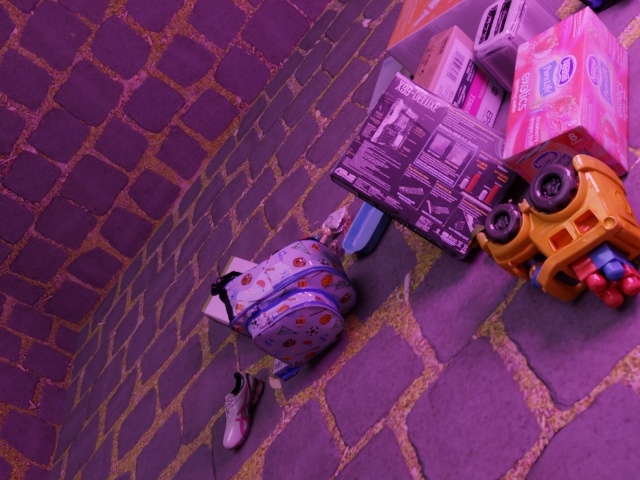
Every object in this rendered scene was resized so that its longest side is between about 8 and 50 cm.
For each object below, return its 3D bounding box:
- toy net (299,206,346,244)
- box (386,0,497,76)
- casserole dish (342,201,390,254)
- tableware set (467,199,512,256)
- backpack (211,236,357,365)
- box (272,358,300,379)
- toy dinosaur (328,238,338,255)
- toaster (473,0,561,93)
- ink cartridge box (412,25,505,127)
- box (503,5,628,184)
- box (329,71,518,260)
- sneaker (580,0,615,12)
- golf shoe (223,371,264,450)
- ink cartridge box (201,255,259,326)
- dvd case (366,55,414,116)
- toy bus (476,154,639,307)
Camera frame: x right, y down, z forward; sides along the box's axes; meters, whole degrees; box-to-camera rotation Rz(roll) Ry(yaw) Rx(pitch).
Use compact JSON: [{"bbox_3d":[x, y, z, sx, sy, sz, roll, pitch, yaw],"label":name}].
[{"bbox_3d":[0.000,0.000,1.744,0.232,0.045,0.122,-48,25,12],"label":"toy net"},{"bbox_3d":[0.362,-0.578,1.644,0.345,0.168,0.215,-19,44,51],"label":"box"},{"bbox_3d":[0.123,-0.040,1.581,0.188,0.037,0.114,-61,26,-11],"label":"casserole dish"},{"bbox_3d":[0.303,-0.009,1.129,0.104,0.154,0.024,-38,66,1],"label":"tableware set"},{"bbox_3d":[-0.056,0.133,1.445,0.263,0.276,0.213,-42,52,7],"label":"backpack"},{"bbox_3d":[-0.077,0.271,1.573,0.081,0.028,0.136,-37,30,33],"label":"box"},{"bbox_3d":[-0.045,0.106,1.653,0.268,0.064,0.118,-37,18,15],"label":"toy dinosaur"},{"bbox_3d":[0.420,-0.425,1.388,0.129,0.146,0.227,-16,46,54],"label":"toaster"},{"bbox_3d":[0.296,-0.315,1.419,0.088,0.193,0.234,-12,50,57],"label":"ink cartridge box"},{"bbox_3d":[0.439,-0.241,1.142,0.154,0.142,0.299,-23,41,48],"label":"box"},{"bbox_3d":[0.209,-0.143,1.254,0.242,0.307,0.076,-58,-8,-2],"label":"box"},{"bbox_3d":[0.572,-0.584,1.334,0.182,0.127,0.315,-45,29,17],"label":"sneaker"},{"bbox_3d":[-0.206,0.411,1.568,0.067,0.086,0.186,-22,43,48],"label":"golf shoe"},{"bbox_3d":[-0.179,0.171,1.806,0.255,0.097,0.188,16,71,35],"label":"ink cartridge box"},{"bbox_3d":[0.230,-0.496,1.946,0.180,0.022,0.253,-24,40,48],"label":"dvd case"},{"bbox_3d":[0.377,0.017,0.979,0.220,0.149,0.211,-41,45,32],"label":"toy bus"}]
